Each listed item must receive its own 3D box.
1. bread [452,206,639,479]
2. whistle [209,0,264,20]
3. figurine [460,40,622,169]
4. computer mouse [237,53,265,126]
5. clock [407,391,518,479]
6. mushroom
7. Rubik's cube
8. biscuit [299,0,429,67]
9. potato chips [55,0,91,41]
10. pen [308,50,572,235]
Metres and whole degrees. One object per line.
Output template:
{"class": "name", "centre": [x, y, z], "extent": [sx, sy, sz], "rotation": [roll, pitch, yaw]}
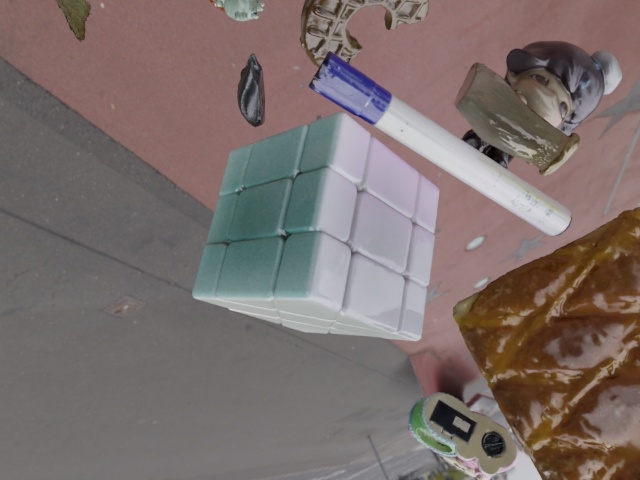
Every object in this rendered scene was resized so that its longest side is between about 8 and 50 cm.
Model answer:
{"class": "bread", "centre": [0.337, 0.137, 0.512], "extent": [0.279, 0.279, 0.207], "rotation": [-31, 156, 22]}
{"class": "whistle", "centre": [-0.262, -0.702, 1.338], "extent": [0.101, 0.253, 0.106], "rotation": [-29, 157, -50]}
{"class": "figurine", "centre": [0.454, -0.294, 1.002], "extent": [0.365, 0.218, 0.206], "rotation": [-39, 164, -34]}
{"class": "computer mouse", "centre": [-0.124, -0.260, 0.821], "extent": [0.047, 0.079, 0.135], "rotation": [1, 141, -2]}
{"class": "clock", "centre": [0.265, 0.386, 0.923], "extent": [0.100, 0.194, 0.195], "rotation": [-52, 162, -25]}
{"class": "mushroom", "centre": [0.322, -0.208, 0.812], "extent": [0.108, 0.247, 0.096], "rotation": [-23, 152, -39]}
{"class": "Rubik's cube", "centre": [0.000, 0.000, 0.893], "extent": [0.321, 0.316, 0.318], "rotation": [-8, 156, 43]}
{"class": "biscuit", "centre": [0.098, -0.616, 1.244], "extent": [0.366, 0.115, 0.268], "rotation": [-29, 145, 16]}
{"class": "potato chips", "centre": [-0.543, -0.522, 1.008], "extent": [0.026, 0.209, 0.142], "rotation": [-25, -178, 13]}
{"class": "pen", "centre": [0.111, -0.074, 0.397], "extent": [0.269, 0.033, 0.033], "rotation": [27, 127, -17]}
